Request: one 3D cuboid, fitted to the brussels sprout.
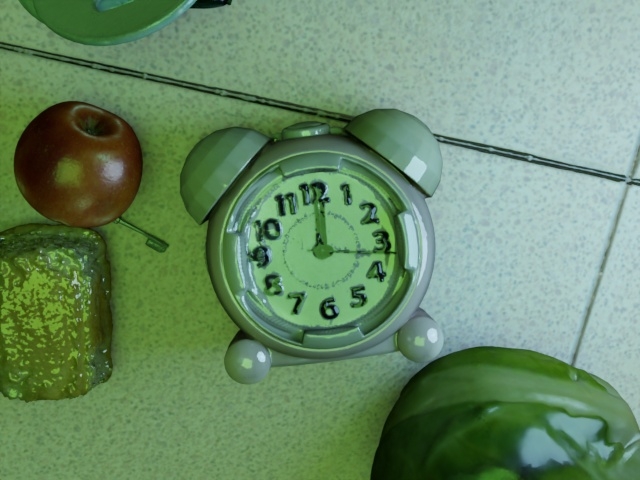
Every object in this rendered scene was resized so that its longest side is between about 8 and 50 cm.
[{"bbox_3d":[0.245,0.303,1.116,0.371,0.276,0.314,-27,107,4],"label":"brussels sprout"}]

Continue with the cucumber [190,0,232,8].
[{"bbox_3d":[-0.255,-0.332,1.056,0.285,0.056,0.056,4,104,-8],"label":"cucumber"}]

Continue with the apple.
[{"bbox_3d":[-0.309,-0.100,1.058,0.164,0.163,0.139,28,112,-8],"label":"apple"}]

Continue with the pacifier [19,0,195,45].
[{"bbox_3d":[-0.262,-0.387,0.916,0.288,0.269,0.343,-21,64,10],"label":"pacifier"}]

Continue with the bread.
[{"bbox_3d":[-0.372,0.100,1.123,0.174,0.121,0.245,-3,100,-10],"label":"bread"}]

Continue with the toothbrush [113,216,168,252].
[{"bbox_3d":[-0.300,-0.036,1.146,0.194,0.014,0.017,31,101,-9],"label":"toothbrush"}]

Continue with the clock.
[{"bbox_3d":[0.000,0.000,1.087,0.342,0.184,0.325,-9,100,-5],"label":"clock"}]
